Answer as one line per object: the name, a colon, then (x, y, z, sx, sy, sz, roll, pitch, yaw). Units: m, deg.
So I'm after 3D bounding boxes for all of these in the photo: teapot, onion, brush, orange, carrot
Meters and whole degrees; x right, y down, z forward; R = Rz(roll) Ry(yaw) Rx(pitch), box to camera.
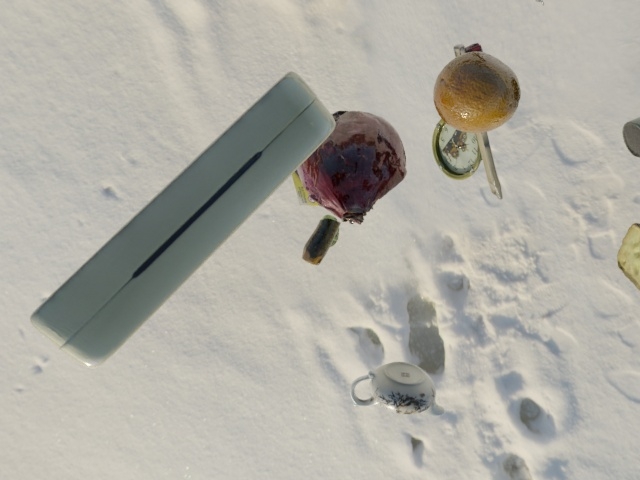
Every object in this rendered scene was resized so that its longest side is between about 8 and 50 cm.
teapot: (0.246, 0.487, 1.456, 0.300, 0.208, 0.165, -3, 115, 11)
onion: (0.061, -0.160, 0.885, 0.227, 0.283, 0.120, -8, 142, 5)
brush: (0.331, -0.234, 0.895, 0.050, 0.060, 0.320, -20, 114, 9)
orange: (0.155, -0.146, 0.443, 0.085, 0.085, 0.084, 4, 106, 12)
carrot: (0.000, 0.000, 1.518, 0.082, 0.082, 0.173, 26, 90, 5)

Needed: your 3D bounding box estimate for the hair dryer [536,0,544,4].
hair dryer: (0.444, -0.542, 0.961, 0.114, 0.037, 0.063, 32, 119, -24)

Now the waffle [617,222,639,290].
waffle: (0.426, 0.093, 0.422, 0.168, 0.274, 0.057, 4, 133, -10)

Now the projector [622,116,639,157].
projector: (0.967, -0.326, 1.141, 0.338, 0.108, 0.108, -24, 99, 8)

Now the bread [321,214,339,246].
bread: (0.036, -0.035, 1.781, 0.071, 0.139, 0.129, 11, 99, -12)

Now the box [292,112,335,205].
box: (-0.005, -0.239, 1.343, 0.169, 0.097, 0.264, 5, 122, 30)

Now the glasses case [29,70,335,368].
glasses case: (-0.125, -0.028, 0.437, 0.313, 0.131, 0.070, -48, 108, -12)

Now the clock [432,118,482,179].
clock: (0.485, -0.328, 1.558, 0.057, 0.237, 0.236, -17, 105, -26)
